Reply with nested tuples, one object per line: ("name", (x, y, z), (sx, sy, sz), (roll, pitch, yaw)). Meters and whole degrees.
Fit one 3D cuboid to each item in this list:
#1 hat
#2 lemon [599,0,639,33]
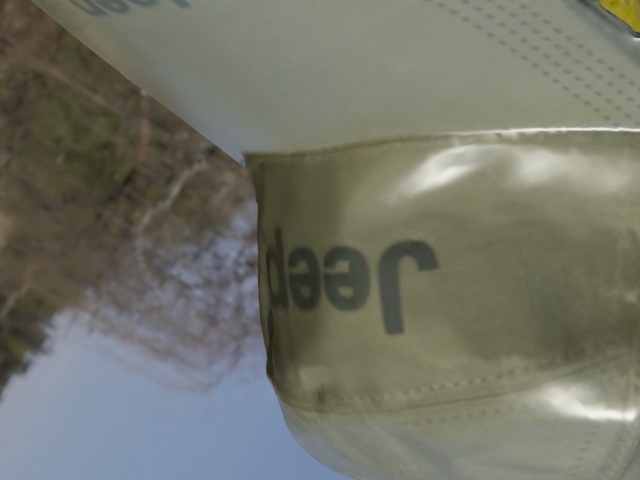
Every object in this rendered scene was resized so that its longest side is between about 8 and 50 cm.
("hat", (0.000, 0.000, 0.523), (0.214, 0.244, 0.149), (-8, -111, 51))
("lemon", (0.097, -0.154, 1.135), (0.236, 0.263, 0.236), (17, 90, -88))
